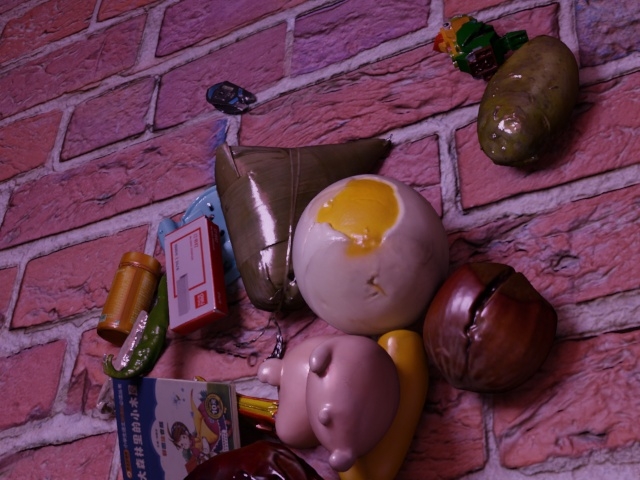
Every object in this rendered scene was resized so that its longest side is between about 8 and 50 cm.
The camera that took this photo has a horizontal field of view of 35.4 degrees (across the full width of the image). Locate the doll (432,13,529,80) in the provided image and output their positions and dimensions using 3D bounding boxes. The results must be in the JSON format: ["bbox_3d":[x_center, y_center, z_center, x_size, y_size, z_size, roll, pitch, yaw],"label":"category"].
[{"bbox_3d":[0.323,-0.412,2.093,0.134,0.106,0.186,-43,45,-9],"label":"doll"}]

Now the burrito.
[{"bbox_3d":[-0.396,0.263,2.097,0.060,0.087,0.226,11,68,48],"label":"burrito"}]

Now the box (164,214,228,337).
[{"bbox_3d":[-0.256,0.070,2.043,0.123,0.050,0.229,-25,56,24],"label":"box"}]

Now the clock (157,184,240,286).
[{"bbox_3d":[-0.212,-0.027,2.175,0.274,0.094,0.223,-39,47,4],"label":"clock"}]

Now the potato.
[{"bbox_3d":[0.398,-0.265,1.917,0.176,0.141,0.298,16,61,26],"label":"potato"}]

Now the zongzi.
[{"bbox_3d":[0.000,0.000,2.004,0.418,0.181,0.447,-10,71,-13],"label":"zongzi"}]

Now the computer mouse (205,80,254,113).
[{"bbox_3d":[-0.219,-0.343,2.446,0.135,0.047,0.079,18,63,29],"label":"computer mouse"}]

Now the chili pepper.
[{"bbox_3d":[-0.338,0.175,2.009,0.076,0.084,0.359,-9,22,13],"label":"chili pepper"}]

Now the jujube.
[{"bbox_3d":[-0.071,0.482,1.607,0.377,0.258,0.258,34,80,31],"label":"jujube"}]

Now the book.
[{"bbox_3d":[-0.271,0.367,1.868,0.323,0.018,0.228,-3,93,38],"label":"book"}]

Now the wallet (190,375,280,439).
[{"bbox_3d":[-0.125,0.314,1.834,0.241,0.141,0.067,8,68,38],"label":"wallet"}]

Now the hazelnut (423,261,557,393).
[{"bbox_3d":[0.276,0.146,1.661,0.212,0.181,0.181,28,39,26],"label":"hazelnut"}]

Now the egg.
[{"bbox_3d":[0.090,0.019,1.804,0.283,0.283,0.345,-30,16,12],"label":"egg"}]

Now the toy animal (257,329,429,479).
[{"bbox_3d":[0.017,0.275,1.658,0.247,0.345,0.277,10,96,26],"label":"toy animal"}]

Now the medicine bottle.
[{"bbox_3d":[-0.419,0.128,2.197,0.096,0.096,0.191,-7,55,30],"label":"medicine bottle"}]
